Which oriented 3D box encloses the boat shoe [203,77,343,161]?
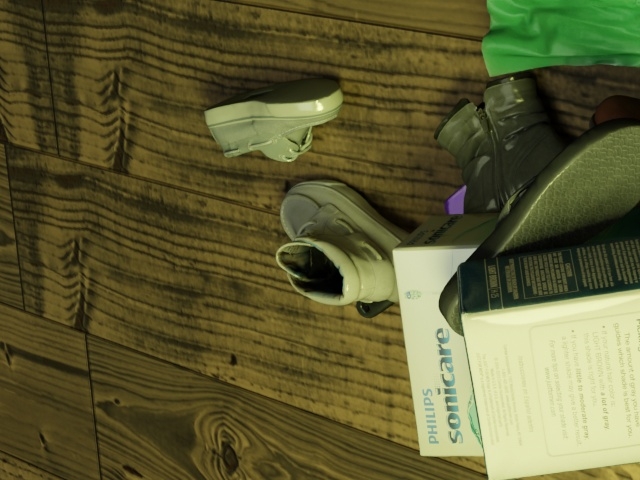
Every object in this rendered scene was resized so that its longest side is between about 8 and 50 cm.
[{"bbox_3d":[-0.044,-0.131,2.148,0.227,0.079,0.081,-3,113,52],"label":"boat shoe"}]

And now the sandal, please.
[{"bbox_3d":[0.196,-0.021,1.698,0.254,0.097,0.054,-44,41,13],"label":"sandal"}]

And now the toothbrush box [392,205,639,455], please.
[{"bbox_3d":[0.235,0.087,1.817,0.295,0.126,0.216,-4,105,22],"label":"toothbrush box"}]

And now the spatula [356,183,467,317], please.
[{"bbox_3d":[0.126,0.015,2.052,0.084,0.030,0.296,56,138,6],"label":"spatula"}]

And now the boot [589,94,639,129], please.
[{"bbox_3d":[0.373,-0.172,1.653,0.264,0.096,0.280,26,123,34],"label":"boot"}]

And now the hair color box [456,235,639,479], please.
[{"bbox_3d":[0.302,0.090,1.641,0.347,0.105,0.174,-8,116,7],"label":"hair color box"}]

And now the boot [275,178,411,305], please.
[{"bbox_3d":[0.000,0.000,2.083,0.258,0.123,0.095,28,117,51],"label":"boot"}]

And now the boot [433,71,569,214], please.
[{"bbox_3d":[0.163,-0.051,1.944,0.246,0.083,0.161,-42,70,31],"label":"boot"}]

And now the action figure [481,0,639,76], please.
[{"bbox_3d":[0.265,-0.212,1.786,0.232,0.063,0.137,12,113,36],"label":"action figure"}]
